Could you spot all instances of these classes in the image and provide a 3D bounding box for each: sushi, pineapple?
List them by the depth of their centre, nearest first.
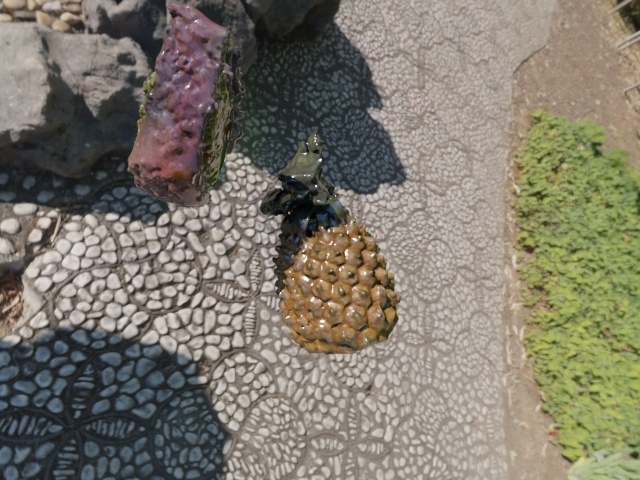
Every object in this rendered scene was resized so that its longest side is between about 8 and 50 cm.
[{"bbox_3d":[-0.168,-0.138,0.501,0.108,0.241,0.161,19,66,-6],"label":"sushi"},{"bbox_3d":[-0.002,0.001,0.694,0.223,0.223,0.356,-28,106,-41],"label":"pineapple"}]
